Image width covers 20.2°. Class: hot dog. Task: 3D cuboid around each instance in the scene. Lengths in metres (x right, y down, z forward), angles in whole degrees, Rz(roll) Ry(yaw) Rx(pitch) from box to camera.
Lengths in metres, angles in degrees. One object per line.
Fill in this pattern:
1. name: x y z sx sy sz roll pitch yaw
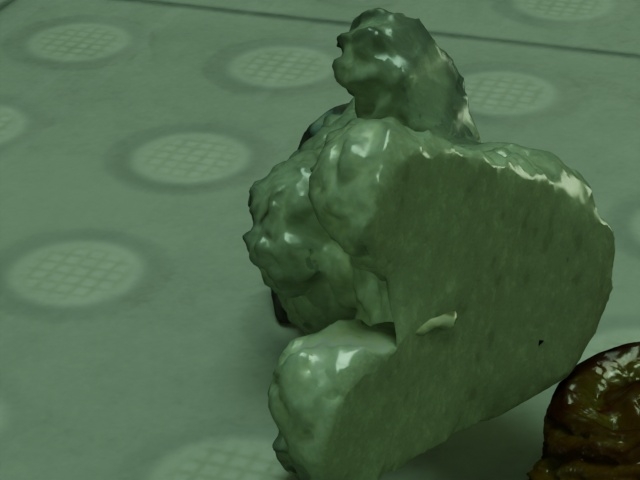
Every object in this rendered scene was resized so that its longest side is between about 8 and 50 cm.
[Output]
1. hot dog: 0.268 0.139 1.164 0.259 0.114 0.175 7 30 17

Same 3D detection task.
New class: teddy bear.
1. teddy bear: 0.000 0.000 1.238 0.362 0.327 0.375 19 13 38
